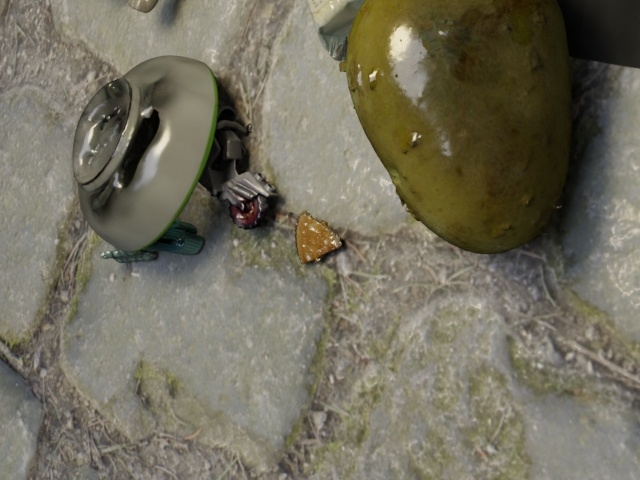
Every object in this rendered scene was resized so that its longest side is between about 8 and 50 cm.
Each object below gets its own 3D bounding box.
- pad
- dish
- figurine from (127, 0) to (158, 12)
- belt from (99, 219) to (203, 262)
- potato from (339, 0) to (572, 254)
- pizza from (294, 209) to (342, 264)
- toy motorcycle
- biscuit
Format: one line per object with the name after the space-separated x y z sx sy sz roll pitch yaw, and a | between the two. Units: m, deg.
0.327 -0.273 1.192 0.193 0.004 0.116 21 116 37 | pad
-0.298 -0.151 1.536 0.324 0.124 0.324 -31 49 42 | dish
-0.291 -0.510 1.616 0.308 0.143 0.308 -20 56 33 | figurine
-0.272 0.001 1.614 0.179 0.065 0.100 13 84 38 | belt
0.163 -0.160 1.180 0.269 0.219 0.359 -5 85 -3 | potato
0.000 0.000 1.430 0.078 0.025 0.083 12 112 23 | pizza
-0.135 -0.118 1.511 0.215 0.080 0.122 48 117 26 | toy motorcycle
0.022 -0.431 1.412 0.186 0.079 0.309 -33 67 29 | biscuit
